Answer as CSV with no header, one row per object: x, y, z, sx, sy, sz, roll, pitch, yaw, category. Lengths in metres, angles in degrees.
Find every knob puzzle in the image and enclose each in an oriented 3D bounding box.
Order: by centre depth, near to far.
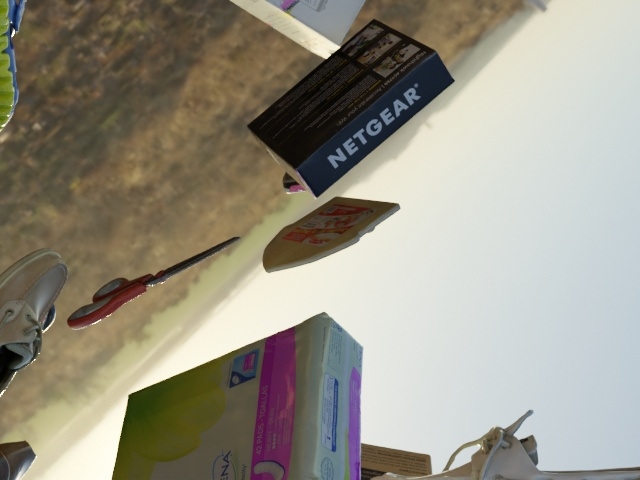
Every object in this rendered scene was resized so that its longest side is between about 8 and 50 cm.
0.000,0.000,1.444,0.213,0.030,0.213,-21,-160,8,knob puzzle

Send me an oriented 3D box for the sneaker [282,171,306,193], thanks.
-0.029,-0.134,1.639,0.063,0.074,0.170,-3,-152,15,sneaker

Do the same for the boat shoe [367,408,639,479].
0.232,0.279,1.201,0.136,0.367,0.156,39,56,-79,boat shoe

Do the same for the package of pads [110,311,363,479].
-0.094,0.233,1.071,0.297,0.101,0.229,-25,-141,27,package of pads

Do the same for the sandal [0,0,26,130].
-0.510,-0.303,1.545,0.138,0.126,0.317,-80,-171,-53,sandal

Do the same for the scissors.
-0.235,0.063,1.375,0.297,0.021,0.109,-18,-159,37,scissors

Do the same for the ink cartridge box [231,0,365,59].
-0.026,-0.275,1.145,0.067,0.198,0.115,-61,-163,-1,ink cartridge box

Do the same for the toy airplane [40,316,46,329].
-0.464,0.103,1.631,0.028,0.151,0.151,-7,167,-19,toy airplane

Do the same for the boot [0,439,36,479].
-0.621,0.479,1.844,0.305,0.112,0.115,-50,165,25,boot

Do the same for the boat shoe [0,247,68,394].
-0.433,0.140,1.393,0.302,0.098,0.109,-57,157,-34,boat shoe

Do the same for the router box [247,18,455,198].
0.026,-0.136,1.003,0.179,0.046,0.133,-40,-145,-3,router box

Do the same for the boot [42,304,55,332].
-0.606,0.192,1.746,0.263,0.091,0.229,-27,-169,23,boot

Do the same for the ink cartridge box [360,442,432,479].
0.037,0.395,1.422,0.088,0.193,0.234,-89,-168,-55,ink cartridge box
